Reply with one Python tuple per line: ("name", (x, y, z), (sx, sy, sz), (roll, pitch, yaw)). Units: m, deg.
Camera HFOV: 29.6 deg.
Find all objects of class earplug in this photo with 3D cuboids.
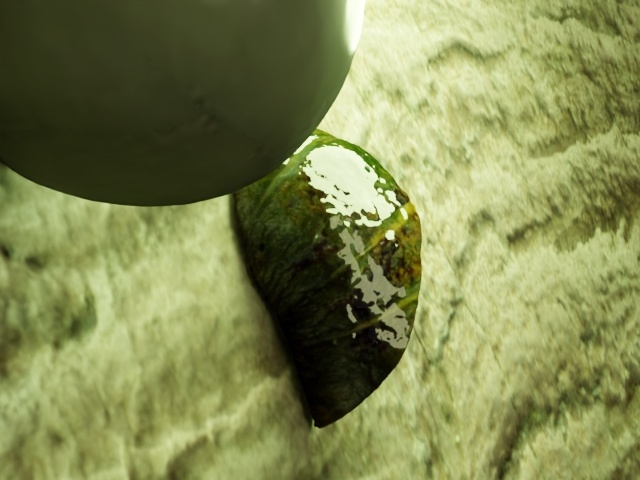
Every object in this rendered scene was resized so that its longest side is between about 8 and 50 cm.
("earplug", (-0.111, -0.224, 0.818), (0.312, 0.312, 0.394), (24, 59, -47))

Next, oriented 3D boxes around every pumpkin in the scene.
("pumpkin", (0.002, 0.002, 1.060), (0.163, 0.111, 0.279), (34, 52, -36))
